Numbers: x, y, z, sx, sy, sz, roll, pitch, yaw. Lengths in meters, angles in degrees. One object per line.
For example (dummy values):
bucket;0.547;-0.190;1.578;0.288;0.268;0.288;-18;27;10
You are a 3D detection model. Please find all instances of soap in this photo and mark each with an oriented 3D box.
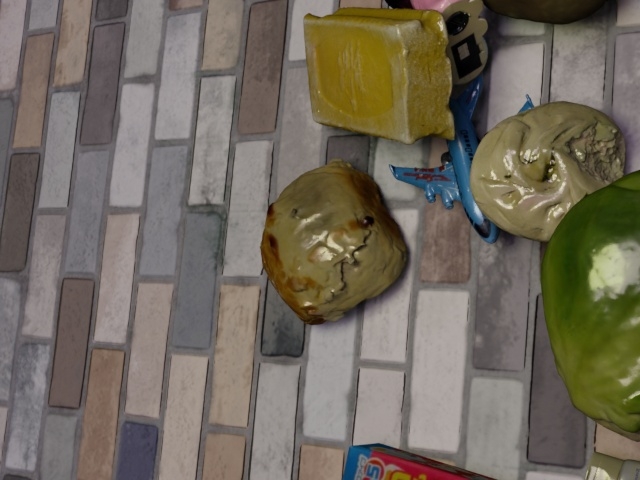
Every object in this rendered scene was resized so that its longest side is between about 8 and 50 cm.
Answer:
soap;0.085;-0.263;1.651;0.315;0.091;0.199;27;128;59

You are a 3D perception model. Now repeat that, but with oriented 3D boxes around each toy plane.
toy plane;0.233;-0.116;1.633;0.254;0.105;0.271;-25;69;26

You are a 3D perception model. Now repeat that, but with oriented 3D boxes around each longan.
longan;0.332;-0.437;1.576;0.246;0.215;0.246;-31;45;37

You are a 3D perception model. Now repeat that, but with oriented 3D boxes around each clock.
clock;0.175;-0.363;1.668;0.100;0.194;0.195;-32;55;-5

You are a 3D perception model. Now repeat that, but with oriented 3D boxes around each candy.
candy;0.173;0.417;1.572;0.306;0.100;0.157;11;87;34

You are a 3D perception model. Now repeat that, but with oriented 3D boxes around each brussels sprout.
brussels sprout;0.446;0.070;1.374;0.315;0.276;0.371;34;96;16

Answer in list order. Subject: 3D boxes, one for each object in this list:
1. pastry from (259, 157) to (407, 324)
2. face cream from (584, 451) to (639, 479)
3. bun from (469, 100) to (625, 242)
pastry;-0.008;-0.002;1.724;0.237;0.170;0.256;-35;59;18
face cream;0.475;0.353;1.426;0.224;0.070;0.114;15;89;24
bun;0.339;-0.101;1.514;0.237;0.116;0.210;-35;87;-3
